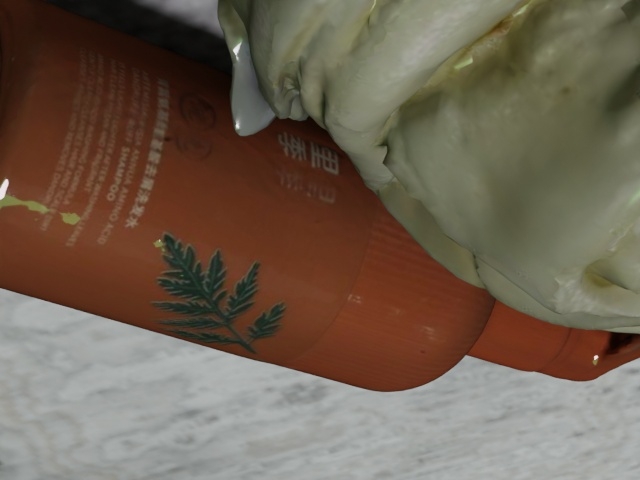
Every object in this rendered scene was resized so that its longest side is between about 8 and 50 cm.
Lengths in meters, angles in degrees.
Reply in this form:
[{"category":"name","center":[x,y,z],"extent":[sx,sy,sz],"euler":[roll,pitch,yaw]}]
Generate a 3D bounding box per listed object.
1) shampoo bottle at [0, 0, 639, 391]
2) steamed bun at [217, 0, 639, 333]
[{"category":"shampoo bottle","center":[-0.001,0.000,0.511],"extent":[0.244,0.085,0.085],"euler":[17,137,-29]},{"category":"steamed bun","center":[0.076,-0.055,0.397],"extent":[0.211,0.144,0.218],"euler":[-14,142,10]}]
